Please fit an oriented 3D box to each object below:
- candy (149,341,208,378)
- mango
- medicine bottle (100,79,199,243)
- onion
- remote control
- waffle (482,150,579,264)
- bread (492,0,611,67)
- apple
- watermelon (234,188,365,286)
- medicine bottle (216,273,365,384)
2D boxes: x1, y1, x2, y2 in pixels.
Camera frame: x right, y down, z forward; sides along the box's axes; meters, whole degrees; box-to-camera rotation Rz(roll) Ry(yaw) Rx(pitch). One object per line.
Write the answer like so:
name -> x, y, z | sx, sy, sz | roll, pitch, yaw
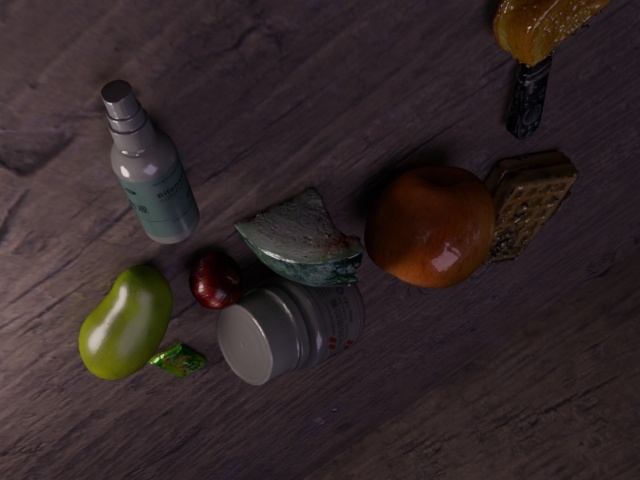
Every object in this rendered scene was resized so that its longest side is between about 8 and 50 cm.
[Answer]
candy -> -0.374, 0.317, 1.850 | 0.102, 0.032, 0.178 | -32, 150, 2
mango -> -0.414, 0.175, 1.509 | 0.175, 0.143, 0.293 | 9, 122, -40
medicine bottle -> -0.293, -0.128, 1.187 | 0.110, 0.110, 0.352 | -25, 150, -11
onion -> -0.228, 0.091, 1.547 | 0.131, 0.131, 0.131 | -23, 149, -15
remote control -> 0.475, -0.343, 1.619 | 0.090, 0.066, 0.266 | -36, 148, -18
waffle -> 0.539, -0.077, 2.004 | 0.261, 0.114, 0.376 | -13, 145, -30
bread -> 0.435, -0.452, 1.328 | 0.229, 0.143, 0.139 | -41, 149, 13
apple -> 0.261, -0.039, 1.652 | 0.299, 0.299, 0.275 | -4, 121, -38
watermelon -> 0.000, 0.000, 1.562 | 0.320, 0.213, 0.289 | 5, 167, 33
medicine bottle -> -0.070, 0.196, 1.688 | 0.306, 0.245, 0.245 | -22, 151, -40
